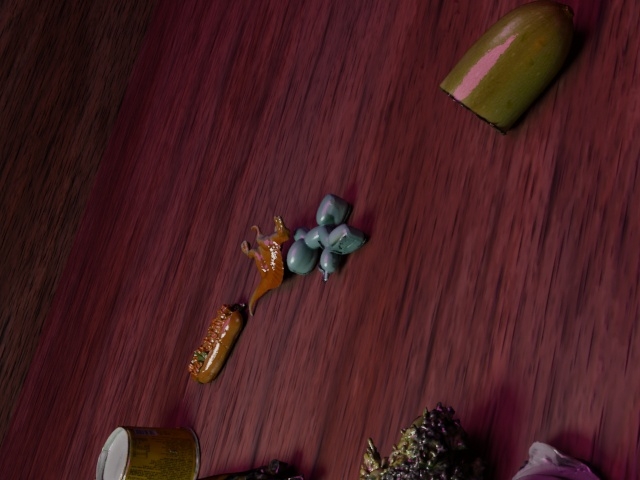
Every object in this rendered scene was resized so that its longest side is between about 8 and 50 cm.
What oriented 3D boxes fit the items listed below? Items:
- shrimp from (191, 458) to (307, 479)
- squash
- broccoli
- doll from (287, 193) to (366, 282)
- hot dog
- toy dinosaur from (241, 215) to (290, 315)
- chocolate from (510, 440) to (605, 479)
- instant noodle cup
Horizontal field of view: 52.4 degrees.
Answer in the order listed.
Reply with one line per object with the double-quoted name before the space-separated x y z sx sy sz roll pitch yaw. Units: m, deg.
"shrimp" -0.185 0.484 1.031 0.445 0.085 0.272 -34 28 24
"squash" 0.262 -0.244 0.880 0.186 0.123 0.123 -50 37 24
"broccoli" 0.122 0.273 0.779 0.155 0.167 0.160 -19 19 10
"doll" 0.000 0.000 1.144 0.158 0.059 0.159 -54 37 17
"hot dog" -0.210 0.205 1.313 0.188 0.055 0.072 -64 33 6
"toy dinosaur" -0.091 0.050 1.230 0.142 0.057 0.212 13 112 56
"chocolate" 0.195 0.301 0.628 0.221 0.147 0.221 -36 40 37
"instant noodle cup" -0.346 0.445 1.279 0.182 0.144 0.182 -31 47 41
